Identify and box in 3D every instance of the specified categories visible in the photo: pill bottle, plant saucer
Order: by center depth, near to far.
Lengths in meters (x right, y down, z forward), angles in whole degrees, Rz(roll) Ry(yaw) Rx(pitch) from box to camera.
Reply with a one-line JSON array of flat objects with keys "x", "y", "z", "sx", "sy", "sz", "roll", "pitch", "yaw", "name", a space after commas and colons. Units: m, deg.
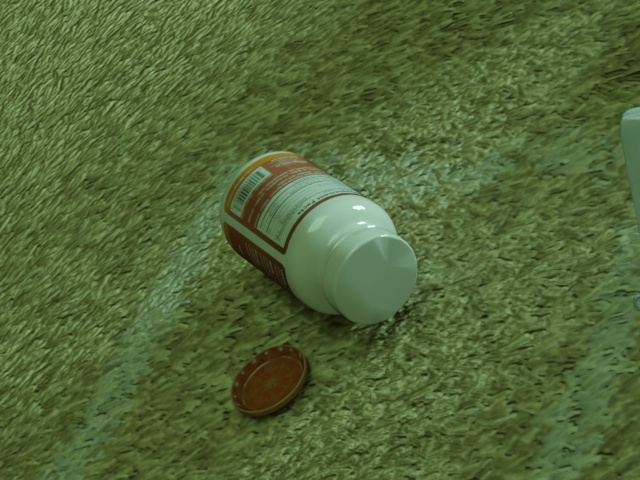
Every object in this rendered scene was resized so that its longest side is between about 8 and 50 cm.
[{"x": -0.048, "y": 0.137, "z": 1.795, "sx": 0.083, "sy": 0.013, "sz": 0.083, "roll": -22, "pitch": 37, "yaw": 18, "name": "plant saucer"}, {"x": 0.000, "y": 0.000, "z": 1.821, "sx": 0.121, "sy": 0.121, "sz": 0.216, "roll": -42, "pitch": 37, "yaw": -9, "name": "pill bottle"}]

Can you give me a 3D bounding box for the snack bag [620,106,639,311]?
[{"x": 0.383, "y": 0.039, "z": 1.333, "sx": 0.323, "sy": 0.342, "sz": 0.037, "roll": -11, "pitch": 4, "yaw": 32, "name": "snack bag"}]
